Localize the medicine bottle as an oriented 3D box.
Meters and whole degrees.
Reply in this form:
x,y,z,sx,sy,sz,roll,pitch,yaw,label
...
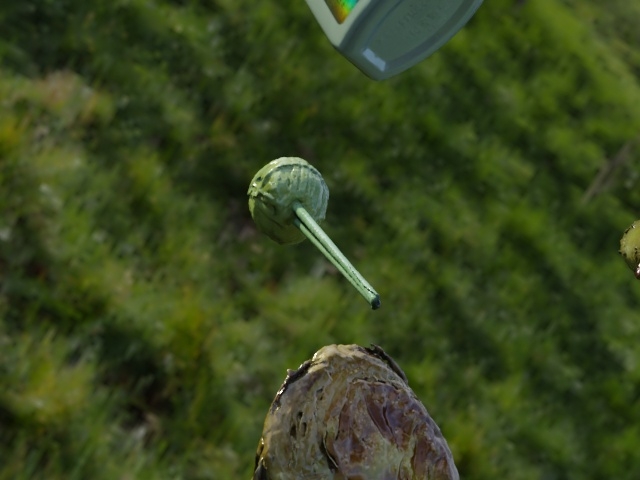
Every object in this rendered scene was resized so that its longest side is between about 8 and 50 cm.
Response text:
x,y,z,sx,sy,sz,roll,pitch,yaw,label
0.029,-0.229,1.309,0.083,0.121,0.229,34,21,-45,medicine bottle

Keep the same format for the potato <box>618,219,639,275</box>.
x,y,z,sx,sy,sz,roll,pitch,yaw,label
0.404,0.010,1.967,0.105,0.085,0.188,-9,11,-31,potato

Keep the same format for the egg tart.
x,y,z,sx,sy,sz,roll,pitch,yaw,label
0.017,0.246,1.834,0.132,0.297,0.297,-11,-16,39,egg tart

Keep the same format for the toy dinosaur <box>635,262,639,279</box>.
x,y,z,sx,sy,sz,roll,pitch,yaw,label
0.369,-0.018,1.528,0.097,0.208,0.432,31,33,-10,toy dinosaur

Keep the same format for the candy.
x,y,z,sx,sy,sz,roll,pitch,yaw,label
0.000,0.000,1.888,0.092,0.093,0.335,45,3,-30,candy
